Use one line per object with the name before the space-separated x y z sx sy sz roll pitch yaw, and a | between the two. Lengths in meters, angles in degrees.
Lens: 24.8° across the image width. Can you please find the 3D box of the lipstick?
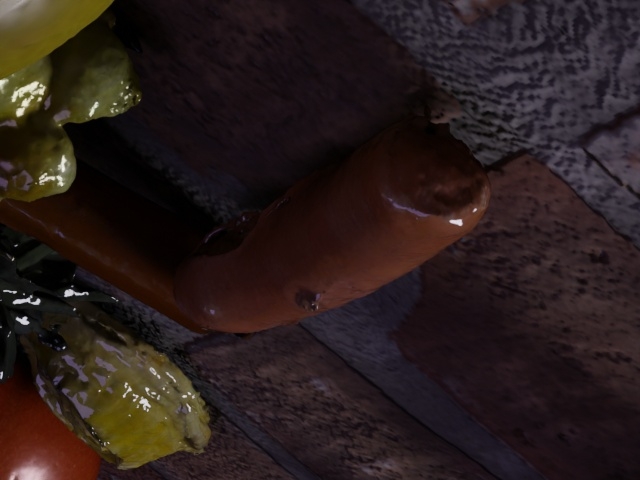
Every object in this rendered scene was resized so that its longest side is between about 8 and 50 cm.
lipstick | -0.214 -0.048 0.978 0.418 0.077 0.077 31 158 -19

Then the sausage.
sausage | 0.002 0.000 0.858 0.087 0.079 0.326 4 165 -26

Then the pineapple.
pineapple | -0.263 0.048 1.040 0.165 0.364 0.165 7 114 16

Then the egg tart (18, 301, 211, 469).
egg tart | -0.205 0.136 1.353 0.232 0.098 0.252 42 158 -5

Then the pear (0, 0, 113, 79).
pear | -0.207 -0.223 0.417 0.362 0.362 0.418 7 133 47

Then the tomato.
tomato | -0.355 0.209 1.525 0.256 0.224 0.256 28 163 9

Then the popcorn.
popcorn | -0.217 -0.112 0.860 0.168 0.173 0.195 -19 127 45
